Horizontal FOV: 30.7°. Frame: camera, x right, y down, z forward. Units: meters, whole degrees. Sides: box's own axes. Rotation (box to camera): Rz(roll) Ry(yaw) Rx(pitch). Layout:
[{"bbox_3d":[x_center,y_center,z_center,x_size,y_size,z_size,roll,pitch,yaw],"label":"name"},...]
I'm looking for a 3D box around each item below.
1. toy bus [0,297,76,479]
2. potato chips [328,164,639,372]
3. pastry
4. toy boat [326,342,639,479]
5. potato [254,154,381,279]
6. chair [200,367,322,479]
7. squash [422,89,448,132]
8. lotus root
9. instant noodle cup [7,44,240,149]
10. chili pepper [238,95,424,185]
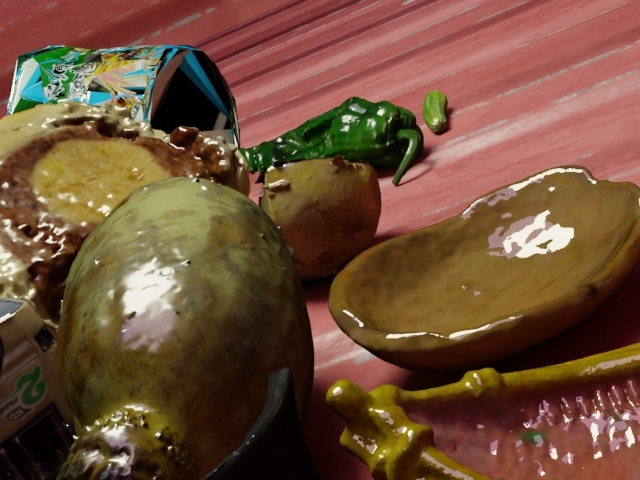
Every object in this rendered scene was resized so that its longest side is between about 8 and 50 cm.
[{"bbox_3d":[-0.275,0.161,0.704,0.289,0.157,0.139,-38,16,-27],"label":"toy bus"},{"bbox_3d":[0.110,0.024,0.712,0.195,0.061,0.208,-11,21,25],"label":"potato chips"},{"bbox_3d":[-0.198,0.003,0.992,0.237,0.170,0.256,20,47,18],"label":"pastry"},{"bbox_3d":[0.163,0.065,0.474,0.318,0.099,0.141,-17,23,19],"label":"toy boat"},{"bbox_3d":[0.000,0.000,0.940,0.101,0.089,0.172,-9,-18,-11],"label":"potato"},{"bbox_3d":[0.006,0.143,0.408,0.145,0.140,0.221,-15,18,31],"label":"chair"},{"bbox_3d":[0.117,-0.131,1.196,0.027,0.027,0.089,-21,22,16],"label":"squash"},{"bbox_3d":[-0.078,0.071,0.667,0.173,0.173,0.309,-24,23,6],"label":"lotus root"},{"bbox_3d":[-0.210,-0.119,1.317,0.178,0.240,0.240,-5,26,28],"label":"instant noodle cup"},{"bbox_3d":[0.013,-0.094,1.174,0.257,0.074,0.100,-11,25,50],"label":"chili pepper"}]
